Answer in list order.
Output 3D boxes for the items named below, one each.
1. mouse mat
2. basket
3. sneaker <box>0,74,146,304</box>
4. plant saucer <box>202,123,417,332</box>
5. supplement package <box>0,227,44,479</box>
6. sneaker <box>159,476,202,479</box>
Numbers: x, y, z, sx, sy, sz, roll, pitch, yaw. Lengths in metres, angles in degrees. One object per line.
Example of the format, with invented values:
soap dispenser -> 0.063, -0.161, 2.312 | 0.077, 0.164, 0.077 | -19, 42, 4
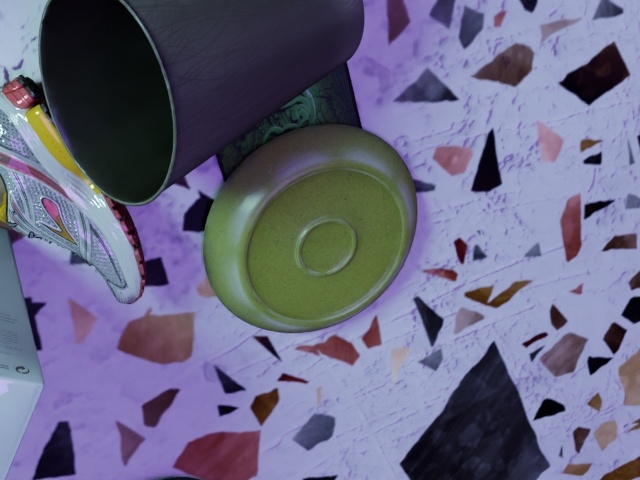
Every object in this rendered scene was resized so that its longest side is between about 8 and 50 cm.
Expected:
mouse mat -> -0.035, -0.120, 0.926 | 0.152, 0.007, 0.190 | -23, 123, -12
basket -> -0.085, -0.155, 0.765 | 0.227, 0.154, 0.204 | -35, 166, -35
sneaker -> -0.231, -0.032, 0.845 | 0.092, 0.088, 0.225 | -32, 114, -1
plant saucer -> 0.000, 0.000, 0.978 | 0.241, 0.037, 0.241 | -11, 120, -19
supplement package -> -0.357, 0.104, 0.740 | 0.199, 0.263, 0.198 | 17, 108, -30
sneaker -> -0.110, 0.328, 1.062 | 0.234, 0.097, 0.084 | 13, 109, -28
